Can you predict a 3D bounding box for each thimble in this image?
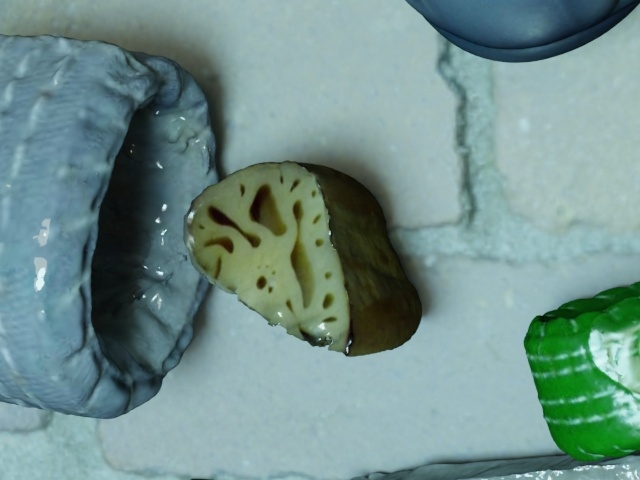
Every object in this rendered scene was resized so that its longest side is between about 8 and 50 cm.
[{"bbox_3d":[-0.177,-0.012,0.835,0.172,0.205,0.236,9,101,18],"label":"thimble"},{"bbox_3d":[0.191,0.071,0.778,0.130,0.118,0.090,-18,88,-8],"label":"thimble"}]

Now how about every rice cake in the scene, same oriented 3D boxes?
[{"bbox_3d":[0.137,0.161,0.839,0.270,0.055,0.049,-9,94,18],"label":"rice cake"}]

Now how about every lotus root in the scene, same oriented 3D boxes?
[{"bbox_3d":[0.001,0.002,0.822,0.159,0.135,0.095,31,105,25],"label":"lotus root"}]

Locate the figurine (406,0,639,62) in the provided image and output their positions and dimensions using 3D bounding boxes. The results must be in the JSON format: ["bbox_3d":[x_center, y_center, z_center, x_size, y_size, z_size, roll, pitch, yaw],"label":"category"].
[{"bbox_3d":[0.087,-0.226,0.729,0.175,0.197,0.265,-22,74,21],"label":"figurine"}]
